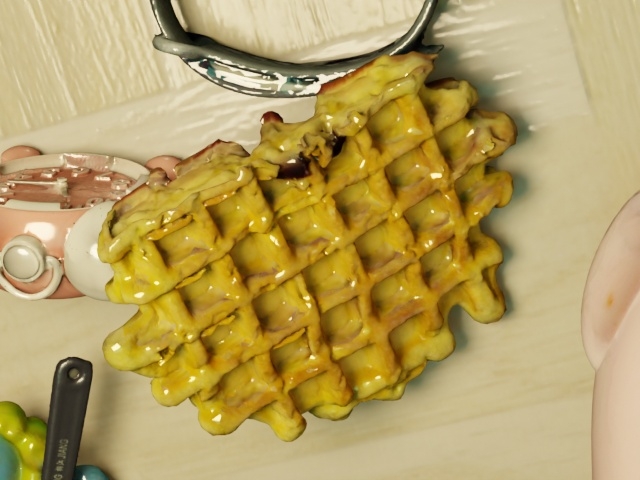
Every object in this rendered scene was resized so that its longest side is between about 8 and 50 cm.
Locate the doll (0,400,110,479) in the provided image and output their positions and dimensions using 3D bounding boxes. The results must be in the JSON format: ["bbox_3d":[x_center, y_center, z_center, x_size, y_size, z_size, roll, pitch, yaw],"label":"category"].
[{"bbox_3d":[-0.299,0.272,1.233,0.341,0.099,0.346,-34,113,4],"label":"doll"}]

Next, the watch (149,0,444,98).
[{"bbox_3d":[-0.023,-0.184,1.088,0.206,0.068,0.193,-20,98,13],"label":"watch"}]

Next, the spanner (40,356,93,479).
[{"bbox_3d":[-0.188,0.182,1.169,0.046,0.012,0.208,6,105,-17],"label":"spanner"}]

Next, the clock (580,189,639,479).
[{"bbox_3d":[0.321,0.125,0.996,0.368,0.250,0.376,24,106,5],"label":"clock"}]

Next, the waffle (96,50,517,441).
[{"bbox_3d":[-0.001,0.000,1.061,0.309,0.065,0.283,13,104,-35],"label":"waffle"}]

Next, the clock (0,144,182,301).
[{"bbox_3d":[-0.178,-0.002,1.112,0.166,0.162,0.092,5,107,10],"label":"clock"}]
